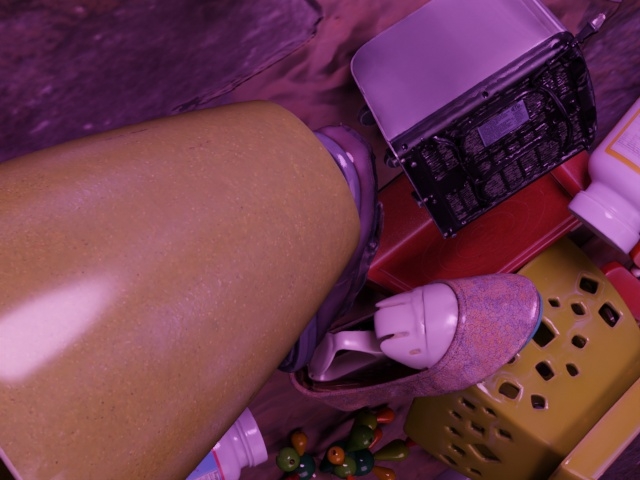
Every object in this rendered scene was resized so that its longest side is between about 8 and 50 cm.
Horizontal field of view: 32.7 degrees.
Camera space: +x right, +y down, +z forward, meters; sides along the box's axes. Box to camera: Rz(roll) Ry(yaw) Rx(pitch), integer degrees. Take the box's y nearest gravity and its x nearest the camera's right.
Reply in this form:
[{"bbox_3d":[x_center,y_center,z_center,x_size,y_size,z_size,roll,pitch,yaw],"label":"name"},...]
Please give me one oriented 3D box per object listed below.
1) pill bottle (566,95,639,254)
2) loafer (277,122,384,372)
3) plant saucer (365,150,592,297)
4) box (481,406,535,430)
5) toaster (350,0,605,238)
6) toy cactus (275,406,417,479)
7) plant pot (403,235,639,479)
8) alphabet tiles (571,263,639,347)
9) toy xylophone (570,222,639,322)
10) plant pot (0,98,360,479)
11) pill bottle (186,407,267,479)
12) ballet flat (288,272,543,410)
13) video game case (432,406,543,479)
[{"bbox_3d":[0.326,-0.080,1.053,0.184,0.103,0.103,-51,146,5],"label":"pill bottle"},{"bbox_3d":[0.000,0.000,0.948,0.095,0.109,0.302,-33,156,-32],"label":"loafer"},{"bbox_3d":[0.156,-0.016,1.093,0.259,0.048,0.258,-38,148,13],"label":"plant saucer"},{"bbox_3d":[0.314,0.287,1.669,0.184,0.045,0.191,7,133,-43],"label":"box"},{"bbox_3d":[0.130,-0.111,0.870,0.185,0.110,0.168,-33,150,5],"label":"toaster"},{"bbox_3d":[0.019,0.291,1.385,0.219,0.112,0.180,-9,153,-46],"label":"toy cactus"},{"bbox_3d":[0.251,0.170,1.215,0.227,0.207,0.228,-40,159,-24],"label":"plant pot"},{"bbox_3d":[0.485,0.073,1.537,0.342,0.011,0.285,-14,146,-26],"label":"alphabet tiles"},{"bbox_3d":[0.414,-0.018,1.276,0.322,0.081,0.236,-45,146,22],"label":"toy xylophone"},{"bbox_3d":[-0.124,0.031,0.753,0.293,0.275,0.275,-35,152,-22],"label":"plant pot"},{"bbox_3d":[-0.142,0.236,1.163,0.160,0.087,0.087,-22,148,-15],"label":"pill bottle"},{"bbox_3d":[0.075,0.105,1.077,0.106,0.107,0.316,19,147,-32],"label":"ballet flat"},{"bbox_3d":[0.358,0.300,1.644,0.329,0.036,0.300,-39,149,14],"label":"video game case"}]
